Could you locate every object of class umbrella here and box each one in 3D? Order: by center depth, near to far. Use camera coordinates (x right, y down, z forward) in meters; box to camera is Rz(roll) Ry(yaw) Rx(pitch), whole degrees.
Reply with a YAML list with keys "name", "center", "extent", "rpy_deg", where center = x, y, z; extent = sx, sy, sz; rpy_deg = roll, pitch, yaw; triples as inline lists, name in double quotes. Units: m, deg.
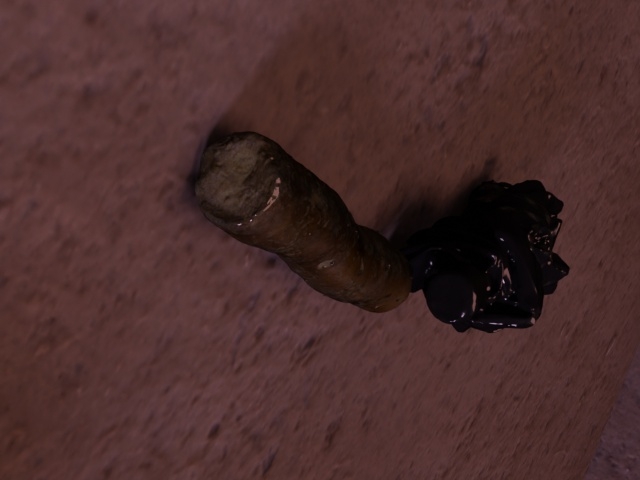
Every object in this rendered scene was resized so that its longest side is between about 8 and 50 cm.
- name: "umbrella"
  center: [0.134, 0.017, 0.868]
  extent: [0.110, 0.122, 0.272]
  rpy_deg: [-55, 169, 23]

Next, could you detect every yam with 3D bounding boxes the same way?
- name: "yam"
  center: [0.000, 0.000, 0.662]
  extent: [0.061, 0.061, 0.253]
  rpy_deg: [-66, 155, -6]
